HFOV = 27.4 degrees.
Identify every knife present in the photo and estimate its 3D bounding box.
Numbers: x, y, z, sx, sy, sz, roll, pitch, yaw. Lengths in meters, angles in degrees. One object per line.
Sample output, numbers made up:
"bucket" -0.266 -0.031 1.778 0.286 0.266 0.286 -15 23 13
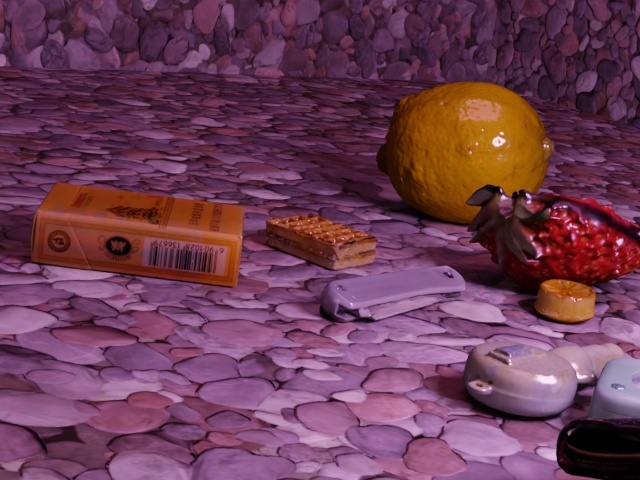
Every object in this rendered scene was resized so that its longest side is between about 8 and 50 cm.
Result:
"knife" 0.102 0.072 1.745 0.073 0.041 0.265 33 26 34

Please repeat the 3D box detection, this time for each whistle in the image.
"whistle" 0.258 0.147 1.492 0.258 0.067 0.126 -2 19 -42

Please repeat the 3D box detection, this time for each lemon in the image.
"lemon" 0.244 -0.150 2.255 0.319 0.245 0.245 -1 10 23

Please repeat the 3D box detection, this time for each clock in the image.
"clock" 0.388 0.187 1.419 0.188 0.060 0.148 14 15 19

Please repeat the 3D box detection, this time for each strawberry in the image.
"strawberry" 0.372 0.023 1.909 0.306 0.138 0.233 21 -10 -28

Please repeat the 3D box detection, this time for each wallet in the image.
"wallet" 0.369 0.190 1.168 0.220 0.071 0.262 9 -7 -22

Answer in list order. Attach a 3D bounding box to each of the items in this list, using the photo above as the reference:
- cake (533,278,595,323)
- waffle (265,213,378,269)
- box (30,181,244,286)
"cake" 0.337 0.085 1.807 0.084 0.044 0.084 6 15 -2
"waffle" 0.000 0.000 1.942 0.148 0.042 0.102 20 20 37
"box" -0.242 -0.011 1.792 0.274 0.076 0.174 7 13 -4
